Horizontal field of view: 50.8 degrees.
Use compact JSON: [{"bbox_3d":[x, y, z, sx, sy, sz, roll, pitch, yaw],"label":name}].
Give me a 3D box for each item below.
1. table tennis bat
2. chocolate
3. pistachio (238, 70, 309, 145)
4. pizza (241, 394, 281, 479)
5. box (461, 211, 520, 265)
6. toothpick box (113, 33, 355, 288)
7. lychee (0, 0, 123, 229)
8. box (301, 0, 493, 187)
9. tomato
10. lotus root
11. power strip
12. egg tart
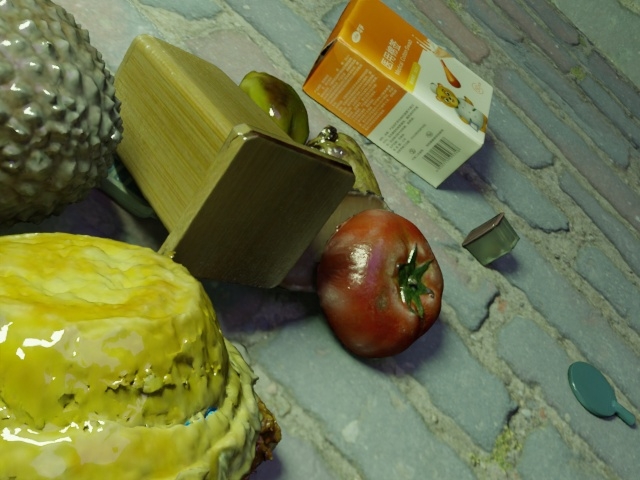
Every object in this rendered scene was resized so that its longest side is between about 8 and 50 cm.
[{"bbox_3d":[0.509,0.282,1.224,0.155,0.019,0.100,37,43,-5],"label":"table tennis bat"},{"bbox_3d":[0.000,0.000,1.000,0.261,0.083,0.161,8,81,-38],"label":"chocolate"},{"bbox_3d":[-0.072,-0.200,1.092,0.110,0.100,0.189,4,54,-31],"label":"pistachio"},{"bbox_3d":[-0.110,0.248,0.711,0.161,0.086,0.305,14,45,-15],"label":"pizza"},{"bbox_3d":[0.318,-0.001,1.250,0.063,0.084,0.060,51,42,-2],"label":"box"},{"bbox_3d":[-0.142,-0.112,0.845,0.187,0.190,0.308,12,29,-47],"label":"toothpick box"},{"bbox_3d":[-0.356,-0.135,0.690,0.300,0.300,0.300,20,48,-24],"label":"lychee"},{"bbox_3d":[0.154,-0.297,1.309,0.341,0.143,0.225,35,43,-12],"label":"box"},{"bbox_3d":[0.103,0.060,0.973,0.225,0.085,0.225,6,80,-37],"label":"tomato"},{"bbox_3d":[0.045,-0.094,1.112,0.108,0.094,0.191,-35,90,-26],"label":"lotus root"},{"bbox_3d":[-0.288,-0.095,0.897,0.191,0.030,0.047,38,42,-8],"label":"power strip"},{"bbox_3d":[-0.223,0.101,0.604,0.387,0.169,0.388,14,19,-5],"label":"egg tart"}]
